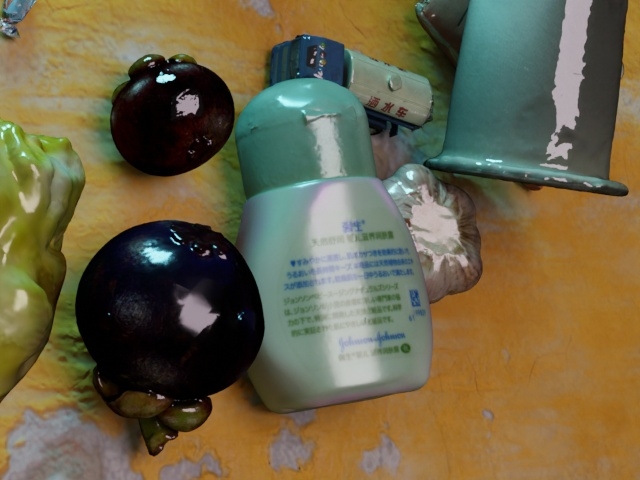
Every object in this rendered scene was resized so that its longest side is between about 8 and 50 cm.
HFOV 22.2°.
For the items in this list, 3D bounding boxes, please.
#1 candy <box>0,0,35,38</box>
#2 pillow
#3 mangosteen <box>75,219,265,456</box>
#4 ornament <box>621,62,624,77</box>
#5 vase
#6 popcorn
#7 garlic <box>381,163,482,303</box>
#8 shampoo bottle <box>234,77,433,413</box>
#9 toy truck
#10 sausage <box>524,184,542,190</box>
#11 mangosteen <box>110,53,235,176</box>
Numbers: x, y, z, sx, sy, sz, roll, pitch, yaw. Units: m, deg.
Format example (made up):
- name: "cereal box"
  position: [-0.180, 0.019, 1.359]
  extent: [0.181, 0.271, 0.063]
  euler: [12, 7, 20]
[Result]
- name: "candy"
  position: [-0.299, -0.237, 1.631]
  extent: [0.030, 0.020, 0.083]
  euler: [34, 57, -28]
- name: "pillow"
  position: [0.209, -0.266, 2.013]
  extent: [0.179, 0.075, 0.171]
  euler: [51, 54, -19]
- name: "mangosteen"
  position: [-0.150, 0.094, 1.580]
  extent: [0.194, 0.194, 0.230]
  euler: [1, 113, -39]
- name: "ornament"
  position: [0.320, -0.193, 2.089]
  extent: [0.075, 0.081, 0.156]
  euler: [33, 47, 18]
- name: "vase"
  position: [0.254, -0.205, 1.881]
  extent: [0.245, 0.245, 0.291]
  euler: [8, 91, -37]
- name: "popcorn"
  position: [-0.363, 0.005, 1.351]
  extent: [0.312, 0.312, 0.312]
  euler: [11, 72, -37]
- name: "garlic"
  position: [0.113, -0.002, 1.854]
  extent: [0.147, 0.102, 0.159]
  euler: [-36, 91, -25]
- name: "shampoo bottle"
  position: [0.000, 0.000, 1.727]
  extent: [0.222, 0.151, 0.349]
  euler: [-7, 84, -27]
- name: "toy truck"
  position: [0.041, -0.171, 1.845]
  extent: [0.202, 0.088, 0.074]
  euler: [16, 70, -35]
- name: "sausage"
  position: [0.277, -0.101, 2.053]
  extent: [0.034, 0.034, 0.083]
  euler: [40, 56, -25]
- name: "mangosteen"
  position: [-0.158, -0.135, 1.667]
  extent: [0.140, 0.140, 0.140]
  euler: [11, 72, -37]
